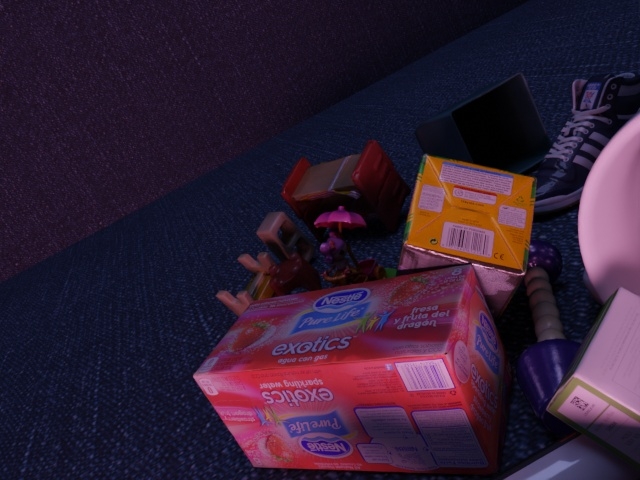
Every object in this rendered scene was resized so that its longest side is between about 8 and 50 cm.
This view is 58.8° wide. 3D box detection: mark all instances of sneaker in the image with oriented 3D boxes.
[{"bbox_3d":[0.412,-0.164,0.906,0.282,0.153,0.099,-31,21,-12],"label":"sneaker"}]

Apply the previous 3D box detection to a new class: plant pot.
[{"bbox_3d":[0.300,-0.206,1.135,0.165,0.165,0.234,-30,13,-11],"label":"plant pot"}]

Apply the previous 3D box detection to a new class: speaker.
[{"bbox_3d":[0.190,0.197,0.458,0.136,0.055,0.055,-28,21,-4],"label":"speaker"}]

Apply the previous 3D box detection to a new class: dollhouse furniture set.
[{"bbox_3d":[0.000,0.000,1.066,0.201,0.152,0.374,-5,46,42],"label":"dollhouse furniture set"}]

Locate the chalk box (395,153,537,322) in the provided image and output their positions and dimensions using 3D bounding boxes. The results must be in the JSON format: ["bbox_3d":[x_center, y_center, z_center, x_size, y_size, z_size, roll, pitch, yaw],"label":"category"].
[{"bbox_3d":[0.164,0.021,0.694,0.132,0.213,0.132,13,61,8],"label":"chalk box"}]

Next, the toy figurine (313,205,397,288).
[{"bbox_3d":[0.037,0.032,0.871,0.130,0.159,0.173,-11,27,35],"label":"toy figurine"}]

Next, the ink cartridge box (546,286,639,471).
[{"bbox_3d":[0.292,0.136,0.417,0.209,0.062,0.109,31,52,23],"label":"ink cartridge box"}]

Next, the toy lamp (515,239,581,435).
[{"bbox_3d":[0.244,0.093,0.612,0.080,0.080,0.275,-18,20,21],"label":"toy lamp"}]

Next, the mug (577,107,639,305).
[{"bbox_3d":[0.409,-0.041,0.528,0.328,0.276,0.374,-34,-9,-34],"label":"mug"}]

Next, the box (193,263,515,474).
[{"bbox_3d":[0.037,0.146,0.620,0.300,0.154,0.142,-14,24,33],"label":"box"}]
